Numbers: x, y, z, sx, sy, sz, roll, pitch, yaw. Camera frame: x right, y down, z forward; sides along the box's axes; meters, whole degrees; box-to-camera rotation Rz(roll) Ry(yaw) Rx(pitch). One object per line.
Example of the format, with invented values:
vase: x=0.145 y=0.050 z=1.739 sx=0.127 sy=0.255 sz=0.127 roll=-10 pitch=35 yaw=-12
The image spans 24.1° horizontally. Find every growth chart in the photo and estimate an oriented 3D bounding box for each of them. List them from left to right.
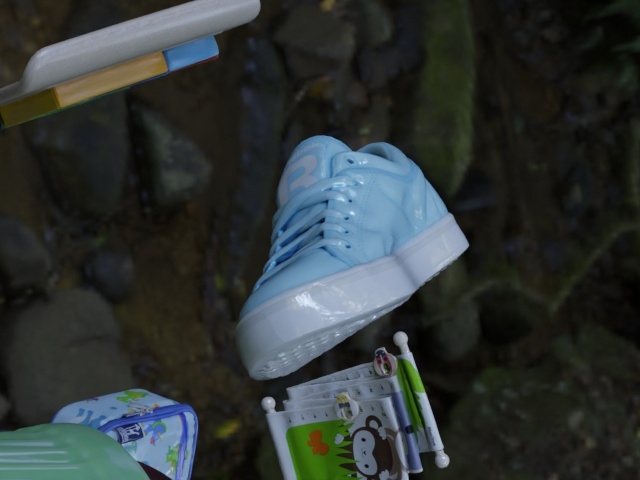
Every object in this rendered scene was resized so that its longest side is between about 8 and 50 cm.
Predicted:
growth chart: x=0.036 y=0.214 z=1.625 sx=0.021 sy=0.237 sz=0.172 roll=-16 pitch=81 yaw=-54

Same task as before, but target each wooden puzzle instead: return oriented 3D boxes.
wooden puzzle: x=-0.188 y=-0.133 z=1.231 sx=0.221 sy=0.238 sz=0.044 roll=-24 pitch=94 yaw=-35

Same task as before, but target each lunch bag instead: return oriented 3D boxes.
lunch bag: x=-0.210 y=0.268 z=1.551 sx=0.176 sy=0.090 sz=0.219 roll=-4 pitch=107 yaw=-56

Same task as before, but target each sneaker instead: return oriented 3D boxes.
sneaker: x=0.000 y=0.000 z=1.170 sx=0.150 sy=0.135 sz=0.366 roll=56 pitch=20 yaw=2

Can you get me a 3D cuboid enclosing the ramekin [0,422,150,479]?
ramekin: x=-0.212 y=0.245 z=0.815 sx=0.148 sy=0.303 sz=0.303 roll=12 pitch=68 yaw=-38

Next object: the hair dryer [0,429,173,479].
hair dryer: x=-0.146 y=0.269 z=1.252 sx=0.293 sy=0.080 sz=0.224 roll=22 pitch=24 yaw=-51
